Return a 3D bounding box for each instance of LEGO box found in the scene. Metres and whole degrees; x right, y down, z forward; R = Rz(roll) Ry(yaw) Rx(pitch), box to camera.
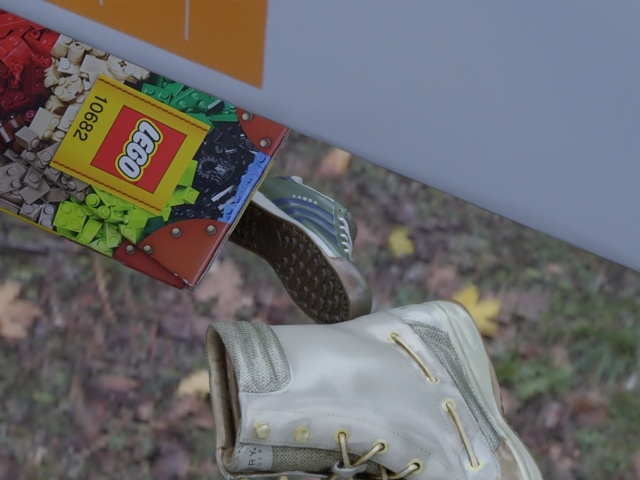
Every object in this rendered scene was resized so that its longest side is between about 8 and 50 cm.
[{"bbox_3d":[-0.246,-0.208,1.552,0.372,0.193,0.500,25,18,-21],"label":"LEGO box"}]

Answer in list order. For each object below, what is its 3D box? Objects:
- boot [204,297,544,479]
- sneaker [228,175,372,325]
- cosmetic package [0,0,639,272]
[{"bbox_3d":[0.037,0.155,1.277,0.203,0.095,0.262,-2,54,-23],"label":"boot"},{"bbox_3d":[0.000,0.000,1.471,0.086,0.064,0.192,-13,36,-34],"label":"sneaker"},{"bbox_3d":[0.099,-0.130,0.560,0.453,0.230,0.161,23,45,17],"label":"cosmetic package"}]
